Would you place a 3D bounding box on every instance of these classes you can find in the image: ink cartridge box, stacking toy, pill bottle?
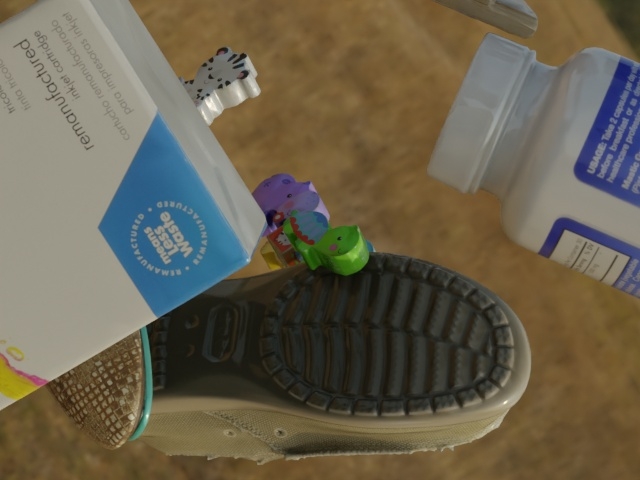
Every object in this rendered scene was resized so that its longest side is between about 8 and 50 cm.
[{"bbox_3d":[-0.155,0.003,0.742,0.134,0.231,0.078,58,9,-9],"label":"ink cartridge box"},{"bbox_3d":[0.000,0.000,1.039,0.221,0.052,0.167,50,-8,47],"label":"stacking toy"},{"bbox_3d":[0.219,-0.044,1.243,0.272,0.152,0.152,24,11,5],"label":"pill bottle"}]

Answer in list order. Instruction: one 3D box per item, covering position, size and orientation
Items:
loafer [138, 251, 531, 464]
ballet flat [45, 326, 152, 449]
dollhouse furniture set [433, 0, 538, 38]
[{"bbox_3d":[-0.011,0.070,0.964,0.092,0.268,0.102,55,41,-54],"label":"loafer"},{"bbox_3d":[-0.134,0.012,0.870,0.067,0.073,0.206,15,40,-35],"label":"ballet flat"},{"bbox_3d":[0.104,-0.421,1.398,0.256,0.362,0.394,21,22,-14],"label":"dollhouse furniture set"}]
